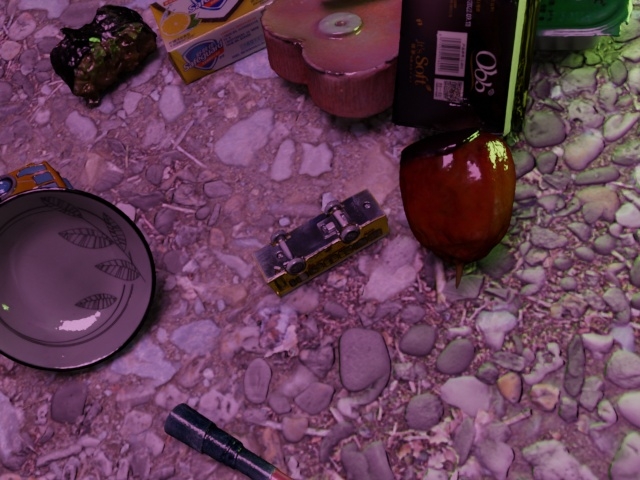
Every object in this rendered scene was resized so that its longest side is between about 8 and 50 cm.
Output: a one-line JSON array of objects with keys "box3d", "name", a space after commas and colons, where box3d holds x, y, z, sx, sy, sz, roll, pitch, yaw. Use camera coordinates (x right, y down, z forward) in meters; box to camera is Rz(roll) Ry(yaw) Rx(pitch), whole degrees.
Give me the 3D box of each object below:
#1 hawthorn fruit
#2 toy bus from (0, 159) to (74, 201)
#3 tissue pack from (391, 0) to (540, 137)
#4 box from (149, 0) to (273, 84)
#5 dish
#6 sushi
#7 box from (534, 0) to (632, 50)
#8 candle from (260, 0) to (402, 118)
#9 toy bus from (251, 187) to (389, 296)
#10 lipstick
[{"box3d": [0.215, -0.054, 1.331, 0.189, 0.189, 0.252, -7, 80, 13], "name": "hawthorn fruit"}, {"box3d": [-0.509, -0.052, 1.589, 0.136, 0.126, 0.209, -31, 55, -14], "name": "toy bus"}, {"box3d": [0.241, -0.356, 1.388, 0.209, 0.370, 0.198, 11, 23, 17], "name": "tissue pack"}, {"box3d": [-0.197, -0.453, 1.755, 0.265, 0.097, 0.168, -24, 56, 2], "name": "box"}, {"box3d": [-0.436, 0.058, 1.452, 0.316, 0.317, 0.106, -31, 12, -3], "name": "dish"}, {"box3d": [-0.444, -0.393, 1.765, 0.212, 0.147, 0.115, -38, 56, -13], "name": "sushi"}, {"box3d": [0.389, -0.436, 1.561, 0.336, 0.106, 0.264, 5, 62, 19], "name": "box"}, {"box3d": [0.056, -0.365, 1.608, 0.287, 0.131, 0.317, -34, 52, -21], "name": "candle"}, {"box3d": [0.000, 0.000, 1.429, 0.226, 0.074, 0.081, -32, 57, -4], "name": "toy bus"}, {"box3d": [-0.132, 0.322, 1.287, 0.234, 0.053, 0.053, 27, 70, 26], "name": "lipstick"}]
